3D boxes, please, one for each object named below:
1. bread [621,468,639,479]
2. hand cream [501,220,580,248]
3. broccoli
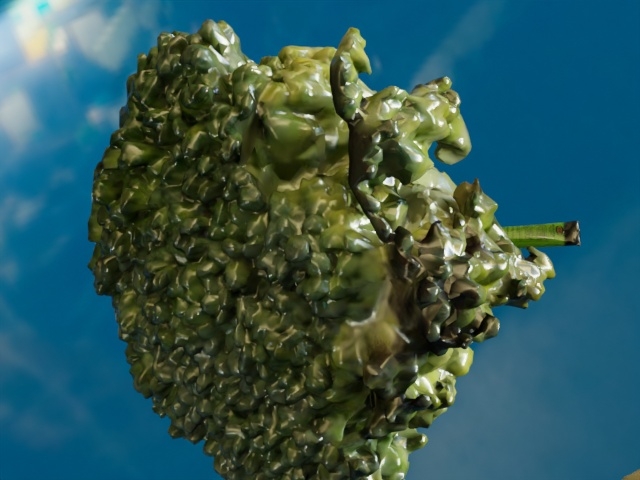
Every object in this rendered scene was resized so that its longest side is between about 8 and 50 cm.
[{"bbox_3d":[0.493,0.316,1.644,0.390,0.279,0.371,-32,-123,22],"label":"bread"},{"bbox_3d":[0.195,-0.004,1.875,0.122,0.023,0.036,-5,-140,9],"label":"hand cream"},{"bbox_3d":[-0.017,0.012,1.301,0.334,0.324,0.272,32,-111,27],"label":"broccoli"}]
